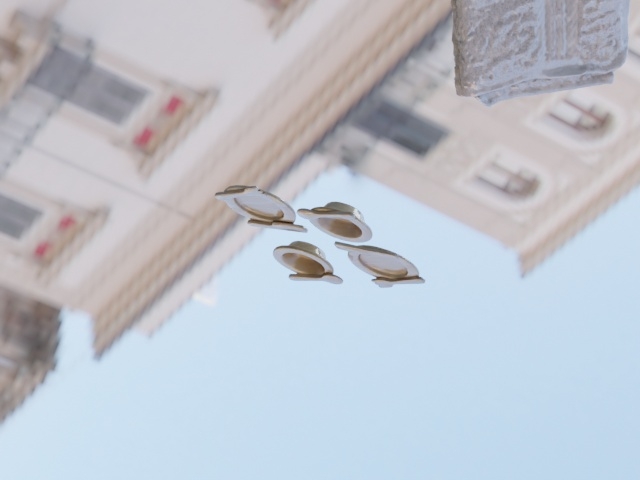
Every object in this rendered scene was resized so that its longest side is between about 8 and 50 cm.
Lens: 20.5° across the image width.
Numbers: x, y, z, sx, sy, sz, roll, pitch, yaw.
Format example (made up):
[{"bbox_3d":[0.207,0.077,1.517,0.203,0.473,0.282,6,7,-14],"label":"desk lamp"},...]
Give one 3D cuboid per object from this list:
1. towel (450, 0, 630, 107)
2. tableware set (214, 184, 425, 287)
[{"bbox_3d":[0.212,-0.280,1.741,0.049,0.187,0.282,-142,-137,-67],"label":"towel"},{"bbox_3d":[0.000,0.000,1.473,0.141,0.168,0.020,4,-117,34],"label":"tableware set"}]
